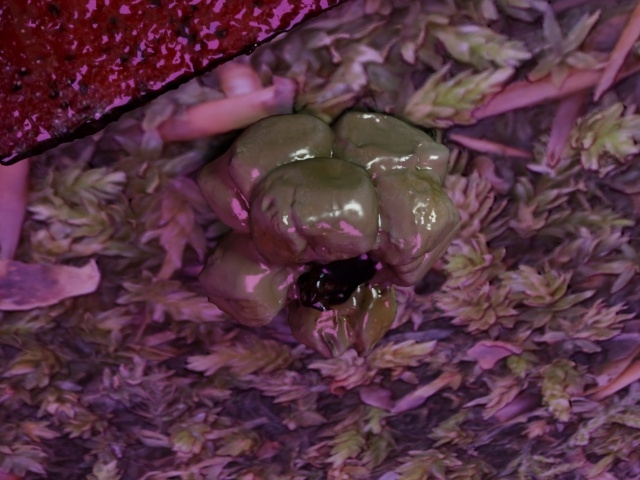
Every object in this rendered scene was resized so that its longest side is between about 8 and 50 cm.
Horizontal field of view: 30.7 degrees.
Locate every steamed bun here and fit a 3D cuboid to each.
[{"bbox_3d":[0.000,0.000,0.837,0.192,0.106,0.177,14,128,-21],"label":"steamed bun"}]

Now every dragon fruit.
[{"bbox_3d":[-0.098,-0.148,0.657,0.262,0.163,0.189,-26,166,9],"label":"dragon fruit"}]
